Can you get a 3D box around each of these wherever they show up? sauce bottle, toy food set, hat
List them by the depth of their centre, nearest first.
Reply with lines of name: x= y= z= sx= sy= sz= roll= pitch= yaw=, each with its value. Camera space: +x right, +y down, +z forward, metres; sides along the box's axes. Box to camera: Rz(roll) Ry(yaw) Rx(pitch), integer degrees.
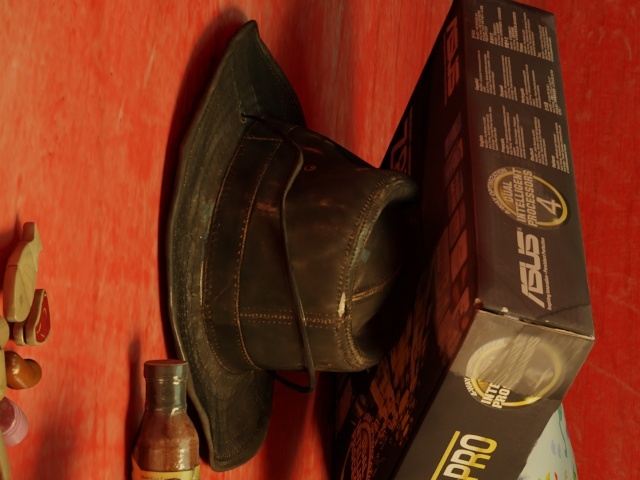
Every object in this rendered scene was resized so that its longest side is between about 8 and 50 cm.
toy food set: x=-0.147 y=0.054 z=0.807 sx=0.122 sy=0.019 sz=0.078 roll=-83 pitch=169 yaw=-58
sauce bottle: x=-0.090 y=0.134 z=1.012 sx=0.042 sy=0.042 sz=0.128 roll=-6 pitch=97 yaw=-77
hat: x=0.000 y=0.000 z=1.199 sx=0.331 sy=0.134 sz=0.331 roll=1 pitch=90 yaw=-77

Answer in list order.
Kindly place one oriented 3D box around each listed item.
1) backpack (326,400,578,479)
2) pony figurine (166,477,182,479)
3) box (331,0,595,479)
backpack: x=0.132 y=0.237 z=1.637 sx=0.290 sy=0.273 sz=0.355 roll=-84 pitch=-179 yaw=-51
pony figurine: x=-0.060 y=0.261 z=0.746 sx=0.363 sy=0.303 sz=0.351 roll=-98 pitch=-167 yaw=-69
box: x=0.097 y=0.043 z=1.333 sx=0.395 sy=0.097 sz=0.318 roll=-87 pitch=-163 yaw=-49
